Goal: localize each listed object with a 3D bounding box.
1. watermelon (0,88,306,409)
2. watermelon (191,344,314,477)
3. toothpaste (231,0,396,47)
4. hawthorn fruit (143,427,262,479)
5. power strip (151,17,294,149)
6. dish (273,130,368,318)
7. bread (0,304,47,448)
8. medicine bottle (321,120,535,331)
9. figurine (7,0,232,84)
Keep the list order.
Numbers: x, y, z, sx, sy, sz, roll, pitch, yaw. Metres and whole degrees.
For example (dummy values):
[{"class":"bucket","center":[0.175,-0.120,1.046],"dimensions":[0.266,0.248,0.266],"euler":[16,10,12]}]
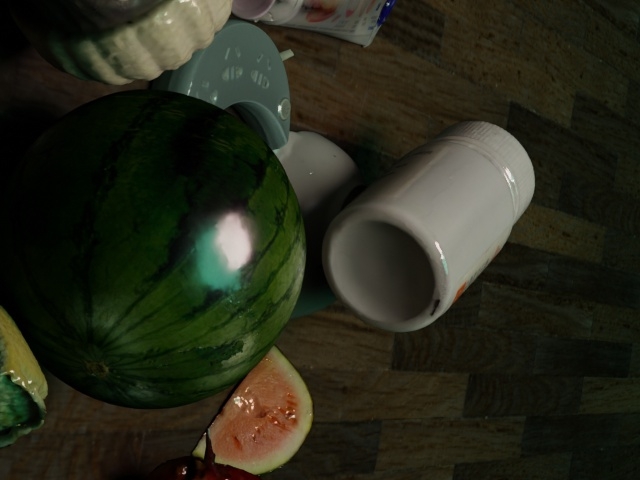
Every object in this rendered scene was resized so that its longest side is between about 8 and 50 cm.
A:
[{"class":"watermelon","center":[-0.127,0.006,1.119],"dimensions":[0.242,0.242,0.242],"euler":[-24,118,-57]},{"class":"watermelon","center":[-0.063,0.194,1.488],"dimensions":[0.163,0.087,0.069],"euler":[-51,176,-40]},{"class":"toothpaste","center":[0.006,-0.241,1.468],"dimensions":[0.100,0.066,0.323],"euler":[-61,160,17]},{"class":"hawthorn fruit","center":[-0.102,0.263,1.306],"dimensions":[0.181,0.181,0.235],"euler":[-35,127,-53]},{"class":"power strip","center":[-0.083,-0.137,1.358],"dimensions":[0.216,0.044,0.137],"euler":[-26,119,-56]},{"class":"dish","center":[0.000,0.000,1.511],"dimensions":[0.246,0.078,0.224],"euler":[-62,147,-31]},{"class":"bread","center":[-0.272,0.091,1.031],"dimensions":[0.103,0.156,0.110],"euler":[64,11,-56]},{"class":"medicine bottle","center":[0.116,-0.022,1.486],"dimensions":[0.252,0.144,0.144],"euler":[-42,133,-49]},{"class":"figurine","center":[-0.200,-0.224,1.023],"dimensions":[0.332,0.185,0.204],"euler":[8,124,-44]}]
